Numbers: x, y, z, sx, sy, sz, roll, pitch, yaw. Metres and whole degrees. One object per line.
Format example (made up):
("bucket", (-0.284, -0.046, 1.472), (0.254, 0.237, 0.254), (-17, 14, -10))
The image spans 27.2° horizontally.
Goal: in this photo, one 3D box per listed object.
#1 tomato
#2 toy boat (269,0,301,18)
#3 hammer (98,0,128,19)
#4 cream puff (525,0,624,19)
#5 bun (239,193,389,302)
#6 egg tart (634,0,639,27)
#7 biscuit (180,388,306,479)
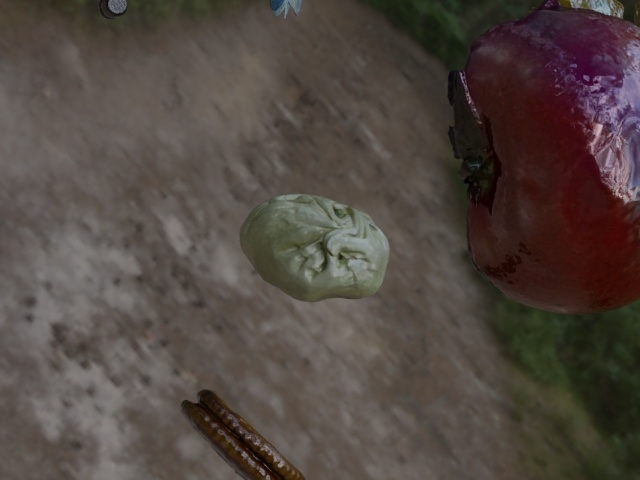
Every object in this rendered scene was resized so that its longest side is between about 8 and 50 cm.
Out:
("tomato", (0.297, -0.083, 1.351), (0.176, 0.289, 0.335), (17, -63, 59))
("toy boat", (-0.040, -0.385, 1.975), (0.034, 0.105, 0.149), (16, 15, 18))
("hammer", (-0.319, -0.391, 1.564), (0.292, 0.029, 0.058), (58, -15, -14))
("cream puff", (0.328, -0.276, 1.741), (0.146, 0.146, 0.116), (47, -35, -19))
("bun", (0.000, 0.000, 1.992), (0.229, 0.145, 0.229), (22, 36, -16))
("egg tart", (0.619, -0.369, 2.197), (0.191, 0.191, 0.074), (49, 8, -1))
("biscuit", (-0.113, 0.302, 1.932), (0.220, 0.066, 0.220), (42, -12, 11))
